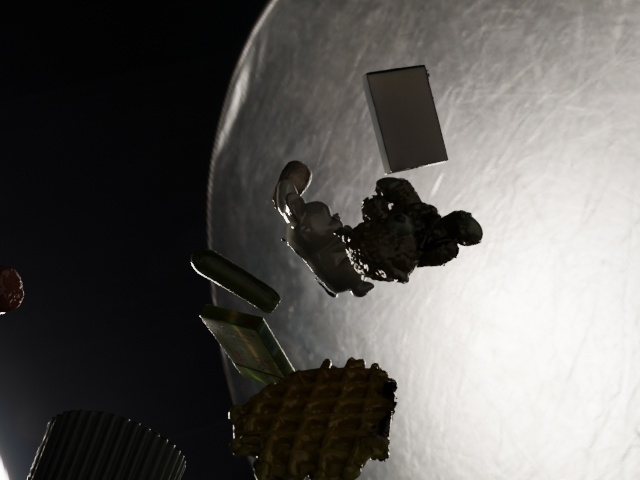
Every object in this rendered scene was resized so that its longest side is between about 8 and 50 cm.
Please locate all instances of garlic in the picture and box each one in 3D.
[{"bbox_3d":[-0.076,-0.176,2.101,0.101,0.087,0.195,-50,12,38],"label":"garlic"}]

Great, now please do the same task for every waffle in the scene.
[{"bbox_3d":[0.004,0.288,1.182,0.312,0.307,0.060,-143,39,-61],"label":"waffle"}]

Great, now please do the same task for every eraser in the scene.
[{"bbox_3d":[0.126,-0.178,1.076,0.023,0.104,0.150,-15,88,67],"label":"eraser"}]

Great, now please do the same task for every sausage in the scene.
[{"bbox_3d":[-0.444,0.063,0.912,0.062,0.154,0.062,-3,-90,-71],"label":"sausage"}]

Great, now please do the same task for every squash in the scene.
[{"bbox_3d":[-0.194,0.090,1.669,0.229,0.066,0.066,32,161,2],"label":"squash"}]

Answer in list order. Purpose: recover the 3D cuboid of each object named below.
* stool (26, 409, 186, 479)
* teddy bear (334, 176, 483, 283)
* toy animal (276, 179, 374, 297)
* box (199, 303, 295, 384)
[{"bbox_3d":[-0.455,0.546,1.422,0.297,0.297,0.330,90,-169,-48],"label":"stool"},{"bbox_3d":[0.160,-0.007,1.500,0.267,0.256,0.156,35,126,32],"label":"teddy bear"},{"bbox_3d":[0.002,0.001,1.812,0.325,0.154,0.208,43,-174,-22],"label":"toy animal"},{"bbox_3d":[-0.172,0.279,1.862,0.173,0.043,0.311,11,146,28],"label":"box"}]
